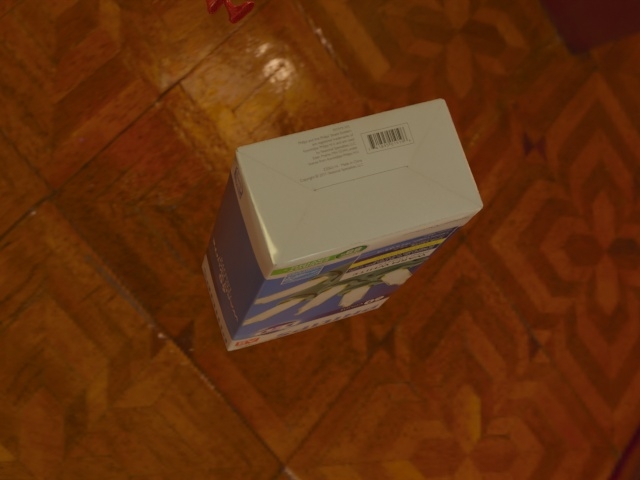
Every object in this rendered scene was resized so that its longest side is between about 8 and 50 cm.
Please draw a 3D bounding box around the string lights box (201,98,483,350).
[{"bbox_3d":[0.000,0.000,0.720,0.133,0.259,0.076,-15,77,-14],"label":"string lights box"}]

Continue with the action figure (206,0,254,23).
[{"bbox_3d":[-0.075,-0.188,0.650,0.038,0.030,0.115,3,52,-53],"label":"action figure"}]
